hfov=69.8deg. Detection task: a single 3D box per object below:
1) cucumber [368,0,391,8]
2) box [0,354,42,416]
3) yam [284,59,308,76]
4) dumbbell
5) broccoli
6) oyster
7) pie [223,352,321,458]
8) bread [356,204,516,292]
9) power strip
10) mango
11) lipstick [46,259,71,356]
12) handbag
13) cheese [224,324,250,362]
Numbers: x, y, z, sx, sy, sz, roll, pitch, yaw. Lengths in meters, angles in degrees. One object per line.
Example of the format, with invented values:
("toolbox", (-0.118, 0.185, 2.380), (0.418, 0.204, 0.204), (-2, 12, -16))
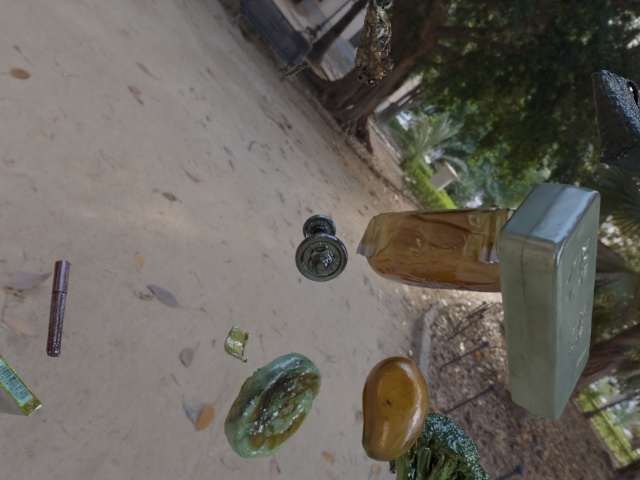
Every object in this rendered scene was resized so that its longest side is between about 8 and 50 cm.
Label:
("cucumber", (0.212, -0.501, 0.732), (0.096, 0.359, 0.096), (8, 78, -39))
("box", (-0.553, 0.245, 0.787), (0.030, 0.193, 0.121), (-43, 108, -44))
("yam", (-0.047, -0.329, 0.881), (0.014, 0.014, 0.107), (45, -12, -22))
("dumbbell", (0.000, 0.000, 1.026), (0.110, 0.110, 0.254), (46, 16, -19))
("broccoli", (0.281, 0.593, 1.214), (0.283, 0.321, 0.304), (-53, 127, -34))
("oyster", (0.082, -0.333, 0.776), (0.029, 0.086, 0.132), (-20, 96, -44))
("pie", (-0.088, 0.329, 0.915), (0.054, 0.241, 0.240), (28, -1, 37))
("bread", (0.185, 0.015, 0.675), (0.136, 0.241, 0.107), (21, 74, -46))
("power strip", (0.219, 0.085, 0.440), (0.053, 0.093, 0.288), (17, -39, 42))
("mango", (0.125, 0.276, 0.761), (0.089, 0.115, 0.165), (116, -22, -64))
("lipstick", (-0.457, 0.116, 0.799), (0.027, 0.027, 0.177), (32, 38, -50))
("handbag", (0.607, -0.220, 0.879), (0.270, 0.088, 0.175), (7, 72, -34))
("cheese", (-0.201, 0.250, 1.107), (0.060, 0.041, 0.084), (29, 43, -23))
